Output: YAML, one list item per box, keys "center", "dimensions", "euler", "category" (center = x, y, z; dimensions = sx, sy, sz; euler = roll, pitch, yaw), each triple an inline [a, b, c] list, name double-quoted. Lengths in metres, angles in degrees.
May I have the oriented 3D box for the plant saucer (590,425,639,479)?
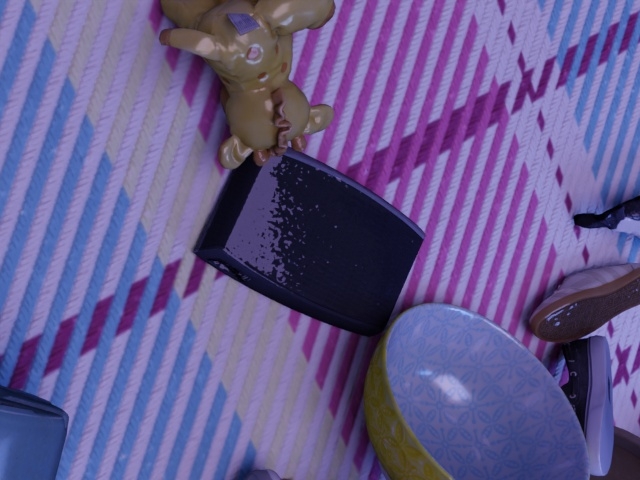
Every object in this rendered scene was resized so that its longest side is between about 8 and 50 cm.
- center: [0.350, 0.379, 1.070]
  dimensions: [0.277, 0.278, 0.041]
  euler: [-69, 158, -5]
  category: "plant saucer"

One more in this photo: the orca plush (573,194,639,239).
- center: [0.492, -0.033, 1.181]
  dimensions: [0.287, 0.102, 0.151]
  euler: [2, 139, -17]
  category: "orca plush"

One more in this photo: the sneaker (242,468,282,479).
- center: [-0.144, 0.362, 0.879]
  dimensions: [0.115, 0.105, 0.281]
  euler: [44, 77, -23]
  category: "sneaker"

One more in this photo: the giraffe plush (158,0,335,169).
- center: [-0.062, -0.174, 0.838]
  dimensions: [0.182, 0.210, 0.170]
  euler: [-10, 126, 6]
  category: "giraffe plush"

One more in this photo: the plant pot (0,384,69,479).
- center: [-0.380, 0.266, 0.650]
  dimensions: [0.341, 0.341, 0.334]
  euler: [21, 77, -26]
  category: "plant pot"

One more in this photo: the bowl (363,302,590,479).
- center: [0.156, 0.232, 0.967]
  dimensions: [0.290, 0.289, 0.156]
  euler: [18, 130, -26]
  category: "bowl"

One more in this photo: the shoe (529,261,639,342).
- center: [0.378, 0.082, 1.139]
  dimensions: [0.219, 0.058, 0.076]
  euler: [-18, 123, -20]
  category: "shoe"

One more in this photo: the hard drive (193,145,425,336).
- center: [0.000, 0.000, 0.940]
  dimensions: [0.255, 0.054, 0.172]
  euler: [28, 83, -26]
  category: "hard drive"

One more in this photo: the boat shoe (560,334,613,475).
- center: [0.340, 0.211, 1.063]
  dimensions: [0.080, 0.076, 0.228]
  euler: [65, 30, -32]
  category: "boat shoe"
